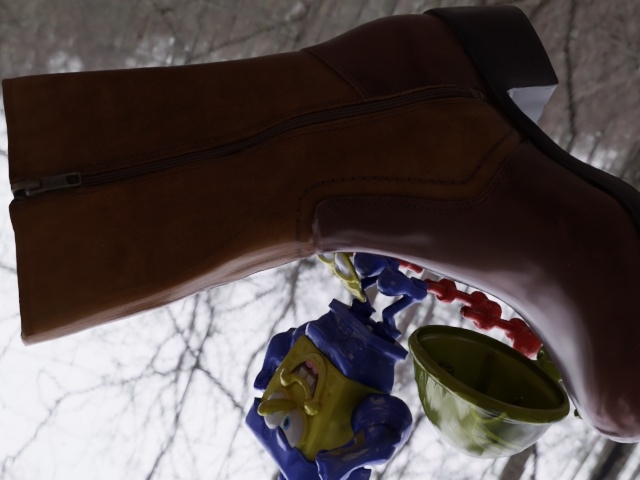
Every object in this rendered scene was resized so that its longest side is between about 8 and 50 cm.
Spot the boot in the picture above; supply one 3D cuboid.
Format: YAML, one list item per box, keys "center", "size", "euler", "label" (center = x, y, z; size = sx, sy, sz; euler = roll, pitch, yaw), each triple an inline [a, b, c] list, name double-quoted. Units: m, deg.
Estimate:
- center: [0.000, 0.000, 0.510]
  size: [0.280, 0.096, 0.264]
  euler: [-11, -117, -13]
  label: "boot"

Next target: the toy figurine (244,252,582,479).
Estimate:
- center: [0.046, 0.133, 0.844]
  size: [0.191, 0.217, 0.362]
  euler: [20, -168, -35]
  label: "toy figurine"
